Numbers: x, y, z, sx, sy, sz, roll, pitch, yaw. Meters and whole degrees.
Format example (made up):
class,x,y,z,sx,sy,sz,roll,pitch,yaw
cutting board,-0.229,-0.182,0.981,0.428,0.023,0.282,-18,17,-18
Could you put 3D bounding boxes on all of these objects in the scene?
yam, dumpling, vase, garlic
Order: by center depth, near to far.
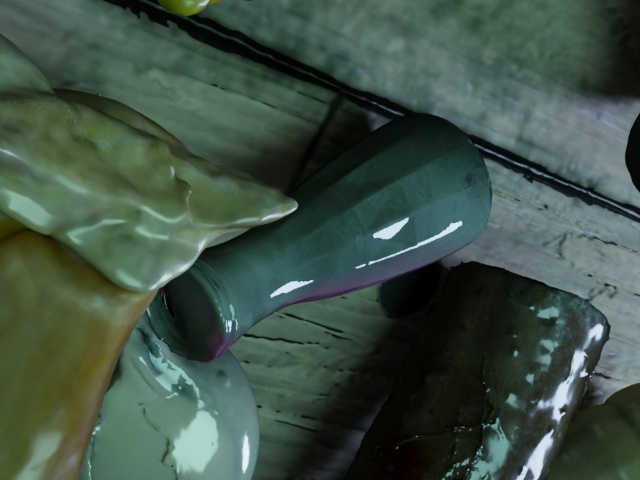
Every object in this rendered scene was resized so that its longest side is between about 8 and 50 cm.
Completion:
class,x,y,z,sx,sy,sz,roll,pitch,yaw
garlic,-0.190,0.033,0.662,0.286,0.249,0.313,-1,139,-51
vase,0.000,0.000,0.809,0.214,0.086,0.086,-28,131,-43
dumpling,-0.089,0.098,0.835,0.108,0.127,0.188,-9,112,-3
yam,0.077,0.155,0.942,0.131,0.131,0.279,33,80,-42

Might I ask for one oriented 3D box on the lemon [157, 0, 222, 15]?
class,x,y,z,sx,sy,sz,roll,pitch,yaw
lemon,-0.047,-0.203,0.648,0.174,0.173,0.206,-16,108,-27

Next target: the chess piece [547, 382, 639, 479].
class,x,y,z,sx,sy,sz,roll,pitch,yaw
chess piece,0.124,0.213,1.052,0.301,0.137,0.137,-20,126,-8

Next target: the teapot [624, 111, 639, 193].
class,x,y,z,sx,sy,sz,roll,pitch,yaw
teapot,0.344,-0.180,0.882,0.376,0.306,0.361,-40,148,-47
